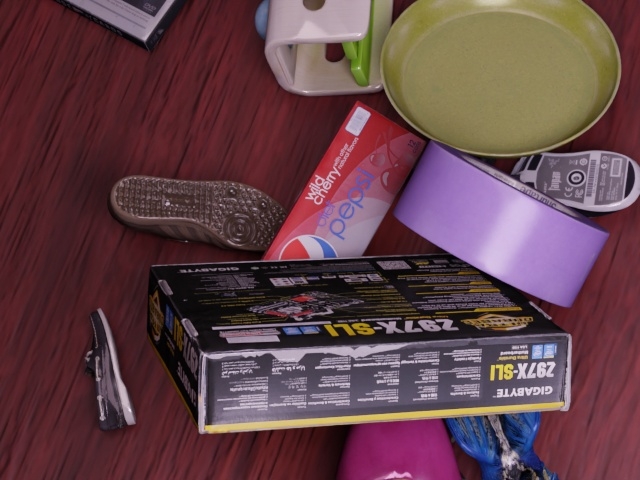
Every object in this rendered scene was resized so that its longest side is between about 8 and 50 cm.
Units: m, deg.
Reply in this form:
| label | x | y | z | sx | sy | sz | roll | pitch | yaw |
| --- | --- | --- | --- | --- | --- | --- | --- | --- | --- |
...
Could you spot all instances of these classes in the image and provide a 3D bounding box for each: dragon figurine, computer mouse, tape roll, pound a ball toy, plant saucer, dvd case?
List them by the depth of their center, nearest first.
| label | x | y | z | sx | sy | sz | roll | pitch | yaw |
| --- | --- | --- | --- | --- | --- | --- | --- | --- | --- |
| dragon figurine | 0.160 | 0.167 | 1.817 | 0.085 | 0.144 | 0.289 | -20 | 65 | 0 |
| tape roll | 0.168 | -0.016 | 1.840 | 0.189 | 0.189 | 0.080 | 29 | 97 | 20 |
| computer mouse | 0.223 | -0.051 | 1.959 | 0.193 | 0.042 | 0.106 | 4 | 63 | 18 |
| plant saucer | 0.180 | -0.167 | 1.992 | 0.241 | 0.037 | 0.241 | -1 | 53 | 1 |
| pound a ball toy | -0.004 | -0.335 | 2.026 | 0.135 | 0.208 | 0.319 | -2 | 67 | 12 |
| dvd case | -0.192 | -0.340 | 2.158 | 0.179 | 0.029 | 0.239 | 29 | 75 | 19 |

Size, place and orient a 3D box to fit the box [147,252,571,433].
| label | x | y | z | sx | sy | sz | roll | pitch | yaw |
| --- | --- | --- | --- | --- | --- | --- | --- | --- | --- |
| box | 0.025 | 0.084 | 1.739 | 0.322 | 0.257 | 0.079 | -2 | 108 | -15 |

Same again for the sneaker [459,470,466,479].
| label | x | y | z | sx | sy | sz | roll | pitch | yaw |
| --- | --- | --- | --- | --- | --- | --- | --- | --- | --- |
| sneaker | 0.066 | 0.251 | 1.843 | 0.170 | 0.063 | 0.075 | -11 | 66 | 0 |

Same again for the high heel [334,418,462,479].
| label | x | y | z | sx | sy | sz | roll | pitch | yaw |
| --- | --- | --- | --- | --- | --- | --- | --- | --- | --- |
| high heel | 0.078 | 0.301 | 1.707 | 0.127 | 0.181 | 0.377 | -3 | 83 | -4 |

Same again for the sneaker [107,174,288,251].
| label | x | y | z | sx | sy | sz | roll | pitch | yaw |
| --- | --- | --- | --- | --- | --- | --- | --- | --- | --- |
| sneaker | -0.122 | -0.027 | 1.997 | 0.188 | 0.071 | 0.066 | 14 | 77 | -9 |

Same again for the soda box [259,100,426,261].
| label | x | y | z | sx | sy | sz | roll | pitch | yaw |
| --- | --- | --- | --- | --- | --- | --- | --- | --- | --- |
| soda box | 0.000 | 0.000 | 1.935 | 0.083 | 0.092 | 0.263 | 31 | 74 | -2 |

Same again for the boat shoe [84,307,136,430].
| label | x | y | z | sx | sy | sz | roll | pitch | yaw |
| --- | --- | --- | --- | --- | --- | --- | --- | --- | --- |
| boat shoe | -0.214 | 0.128 | 1.953 | 0.038 | 0.046 | 0.125 | -16 | 73 | -3 |
